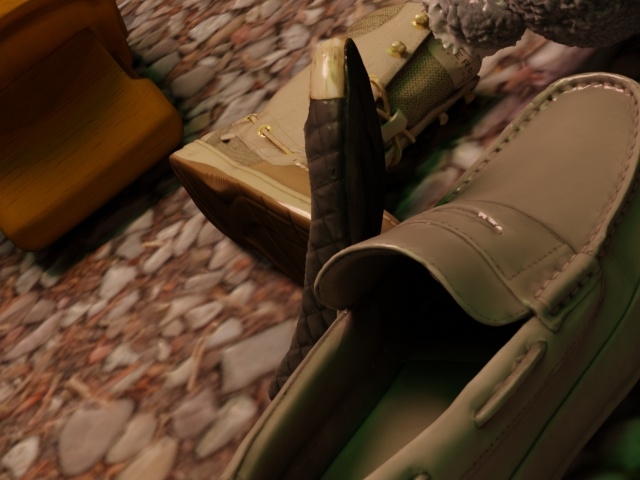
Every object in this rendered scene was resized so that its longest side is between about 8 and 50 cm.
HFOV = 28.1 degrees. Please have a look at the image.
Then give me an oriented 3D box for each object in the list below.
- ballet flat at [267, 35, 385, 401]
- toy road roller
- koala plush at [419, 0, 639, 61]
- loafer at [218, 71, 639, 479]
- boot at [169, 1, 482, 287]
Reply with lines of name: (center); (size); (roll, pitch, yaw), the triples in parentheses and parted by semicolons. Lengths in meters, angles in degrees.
ballet flat: (0.000, 0.000, 0.545); (0.049, 0.173, 0.057); (7, 15, 18)
toy road roller: (-0.217, -0.108, 0.919); (0.202, 0.240, 0.329); (-38, -7, -7)
koala plush: (0.152, -0.191, 0.666); (0.196, 0.203, 0.221); (1, 57, 45)
loafer: (0.056, 0.033, 0.486); (0.112, 0.111, 0.319); (-4, 41, 40)
boot: (0.027, -0.054, 0.680); (0.165, 0.077, 0.213); (-39, 30, -14)
